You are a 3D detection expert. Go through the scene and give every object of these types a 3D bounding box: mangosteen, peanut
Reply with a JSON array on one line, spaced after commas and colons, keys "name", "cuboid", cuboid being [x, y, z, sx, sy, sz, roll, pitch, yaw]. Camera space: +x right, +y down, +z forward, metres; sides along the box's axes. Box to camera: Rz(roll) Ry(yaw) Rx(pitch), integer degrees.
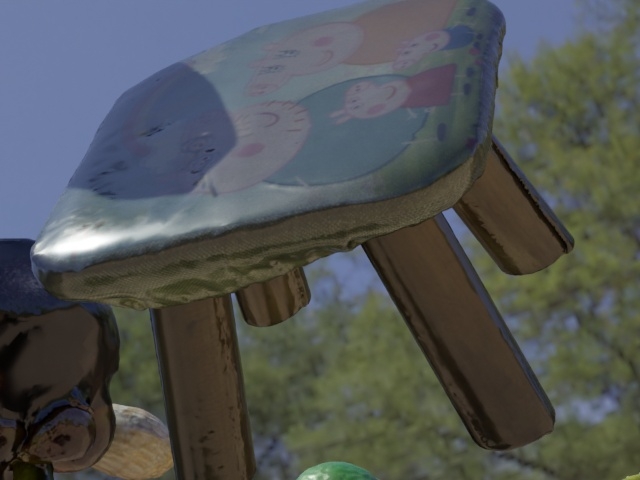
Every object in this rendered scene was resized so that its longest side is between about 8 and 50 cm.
[{"name": "mangosteen", "cuboid": [-0.331, 0.144, 1.797, 0.233, 0.287, 0.287, -2, -25, 17]}, {"name": "peanut", "cuboid": [-0.266, 0.225, 2.082, 0.207, 0.087, 0.087, 18, -38, -8]}]

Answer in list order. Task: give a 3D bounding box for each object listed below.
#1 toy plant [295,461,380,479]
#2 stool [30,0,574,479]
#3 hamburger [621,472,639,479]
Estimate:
[{"name": "toy plant", "cuboid": [0.011, 0.299, 1.428, 0.175, 0.218, 0.235, 8, 4, -6]}, {"name": "stool", "cuboid": [0.000, 0.000, 1.219, 0.310, 0.310, 0.226, -12, -62, 18]}, {"name": "hamburger", "cuboid": [0.323, 0.261, 1.488, 0.214, 0.235, 0.125, 16, -12, -33]}]
